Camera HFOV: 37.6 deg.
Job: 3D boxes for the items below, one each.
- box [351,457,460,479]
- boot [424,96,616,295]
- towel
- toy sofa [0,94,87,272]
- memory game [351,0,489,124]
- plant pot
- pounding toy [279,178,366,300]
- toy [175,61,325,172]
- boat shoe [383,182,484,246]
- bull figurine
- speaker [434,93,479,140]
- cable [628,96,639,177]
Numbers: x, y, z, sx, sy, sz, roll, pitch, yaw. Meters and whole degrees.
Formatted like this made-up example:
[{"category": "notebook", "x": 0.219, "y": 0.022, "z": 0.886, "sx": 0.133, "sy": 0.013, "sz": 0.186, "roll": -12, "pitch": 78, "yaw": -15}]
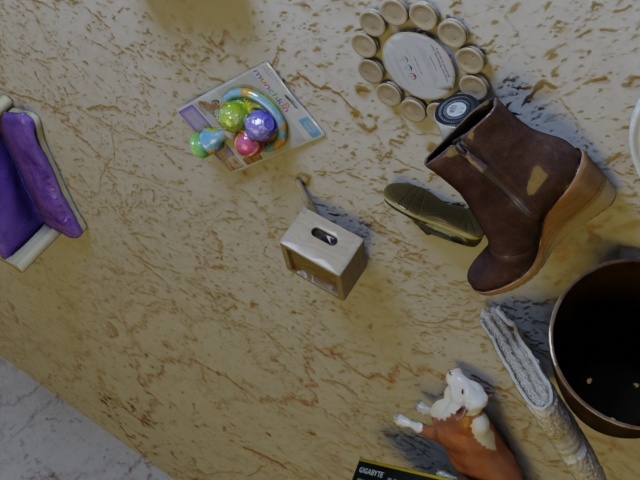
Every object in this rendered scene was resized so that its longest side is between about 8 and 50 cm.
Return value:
[{"category": "box", "x": 0.244, "y": 0.511, "z": 1.783, "sx": 0.257, "sy": 0.079, "sz": 0.322, "roll": 30, "pitch": 161, "yaw": -27}, {"category": "boot", "x": 0.207, "y": -0.049, "z": 1.149, "sx": 0.207, "sy": 0.090, "sz": 0.248, "roll": 30, "pitch": 130, "yaw": -18}, {"category": "towel", "x": 0.309, "y": 0.213, "z": 1.318, "sx": 0.187, "sy": 0.049, "sz": 0.282, "roll": 54, "pitch": -171, "yaw": -24}, {"category": "toy sofa", "x": -0.615, "y": -0.107, "z": 1.846, "sx": 0.177, "sy": 0.150, "sz": 0.362, "roll": 21, "pitch": 145, "yaw": 25}, {"category": "memory game", "x": 0.119, "y": -0.214, "z": 1.140, "sx": 0.186, "sy": 0.012, "sz": 0.186, "roll": 25, "pitch": 146, "yaw": 19}, {"category": "plant pot", "x": 0.394, "y": 0.167, "z": 1.216, "sx": 0.215, "sy": 0.215, "sz": 0.230, "roll": 25, "pitch": 160, "yaw": 18}, {"category": "pounding toy", "x": 0.000, "y": 0.000, "z": 1.467, "sx": 0.141, "sy": 0.100, "sz": 0.130, "roll": 29, "pitch": 161, "yaw": 16}, {"category": "toy", "x": -0.118, "y": -0.163, "z": 1.390, "sx": 0.237, "sy": 0.056, "sz": 0.137, "roll": -13, "pitch": 124, "yaw": 50}, {"category": "boat shoe", "x": 0.154, "y": -0.030, "z": 1.300, "sx": 0.152, "sy": 0.056, "sz": 0.049, "roll": 27, "pitch": 141, "yaw": 15}, {"category": "bull figurine", "x": 0.248, "y": 0.344, "z": 1.646, "sx": 0.188, "sy": 0.101, "sz": 0.310, "roll": 4, "pitch": 135, "yaw": 45}, {"category": "speaker", "x": 0.182, "y": -0.112, "z": 1.154, "sx": 0.055, "sy": 0.055, "sz": 0.136, "roll": 13, "pitch": 148, "yaw": 33}, {"category": "cable", "x": 0.438, "y": -0.093, "z": 0.923, "sx": 0.257, "sy": 0.089, "sz": 0.257, "roll": 40, "pitch": 147, "yaw": -4}]
